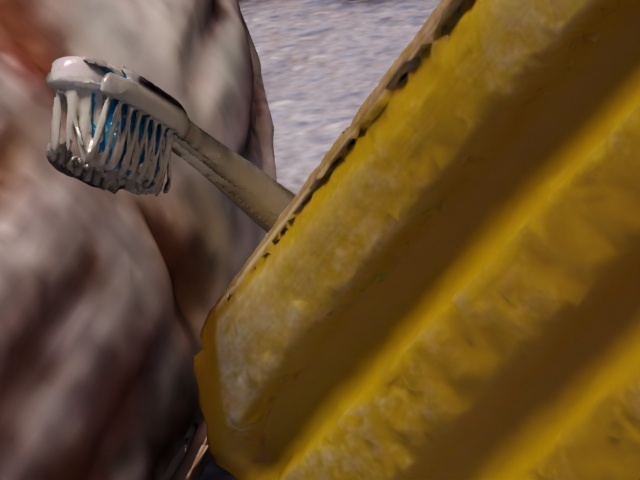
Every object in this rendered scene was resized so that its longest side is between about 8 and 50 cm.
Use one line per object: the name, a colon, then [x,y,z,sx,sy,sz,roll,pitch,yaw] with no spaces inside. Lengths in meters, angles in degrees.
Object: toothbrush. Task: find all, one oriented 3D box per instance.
toothbrush: [0.000,0.000,0.512,0.024,0.026,0.288,1,-12,24]

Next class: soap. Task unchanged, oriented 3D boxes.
soap: [0.072,0.022,0.411,0.160,0.257,0.080,47,38,10]

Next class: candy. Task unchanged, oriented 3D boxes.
candy: [-0.112,-0.015,0.483,0.157,0.214,0.290,-25,34,34]
